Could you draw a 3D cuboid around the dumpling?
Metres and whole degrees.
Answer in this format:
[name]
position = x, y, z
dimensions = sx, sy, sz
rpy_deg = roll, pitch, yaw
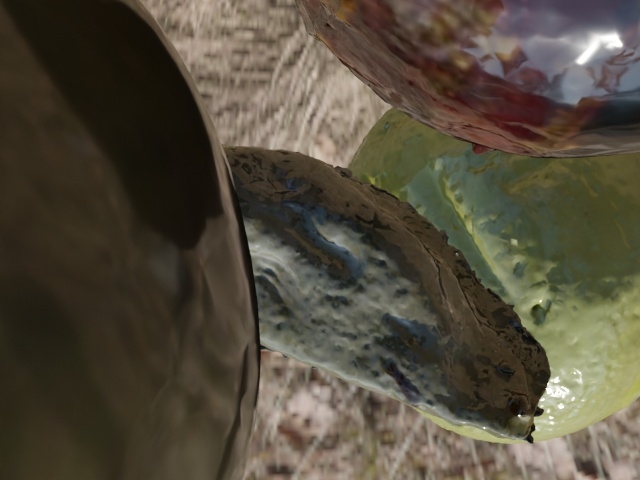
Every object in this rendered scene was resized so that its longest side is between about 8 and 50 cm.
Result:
[dumpling]
position = 0.000, 0.001, 1.159
dimensions = 0.332, 0.166, 0.086
rpy_deg = 20, 150, -2

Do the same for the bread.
[bread]
position = 0.159, 0.015, 1.600
dimensions = 0.237, 0.320, 0.321
rpy_deg = -21, 116, -25

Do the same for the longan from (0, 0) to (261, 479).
[longan]
position = -0.163, 0.033, 0.458
dimensions = 0.318, 0.319, 0.319
rpy_deg = -1, 114, -1

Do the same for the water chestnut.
[water chestnut]
position = 0.065, -0.140, 0.559
dimensions = 0.238, 0.224, 0.224
rpy_deg = 27, 111, 1
